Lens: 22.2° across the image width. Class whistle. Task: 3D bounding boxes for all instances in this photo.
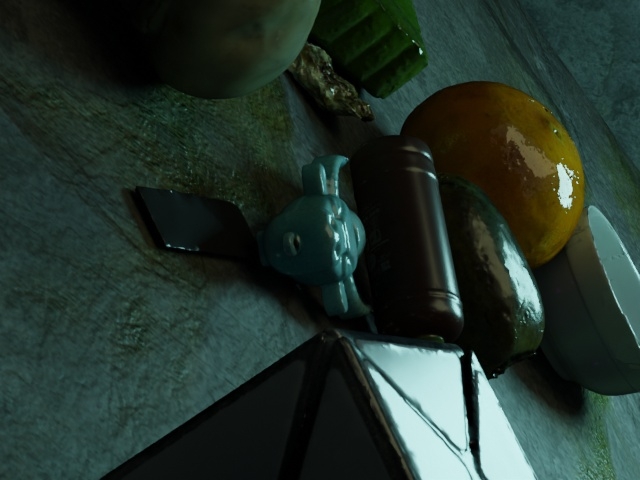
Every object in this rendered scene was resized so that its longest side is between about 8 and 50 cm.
[{"bbox_3d":[0.000,0.000,1.790,0.274,0.093,0.186,-10,91,-75],"label":"whistle"}]

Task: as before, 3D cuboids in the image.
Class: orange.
[{"bbox_3d":[0.237,-0.088,2.251,0.284,0.226,0.284,37,29,-25],"label":"orange"}]

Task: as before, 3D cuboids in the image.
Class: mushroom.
[{"bbox_3d":[-0.166,-0.315,1.742,0.336,0.314,0.314,10,41,-20],"label":"mushroom"}]

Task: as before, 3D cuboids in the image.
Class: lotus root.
[{"bbox_3d":[0.175,0.037,2.030,0.160,0.152,0.274,-7,63,-58],"label":"lotus root"}]

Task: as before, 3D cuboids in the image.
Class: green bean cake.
[{"bbox_3d":[0.041,-0.344,2.351,0.248,0.125,0.222,44,22,-32],"label":"green bean cake"}]

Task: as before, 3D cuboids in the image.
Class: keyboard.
[{"bbox_3d":[-0.122,-0.015,1.664,0.196,0.015,0.074,9,54,-62],"label":"keyboard"}]

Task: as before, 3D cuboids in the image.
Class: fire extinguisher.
[{"bbox_3d":[0.106,0.052,1.894,0.138,0.102,0.344,91,-8,-59],"label":"fire extinguisher"}]

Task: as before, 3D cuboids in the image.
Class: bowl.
[{"bbox_3d":[0.391,0.106,2.369,0.287,0.144,0.287,54,19,-29],"label":"bowl"}]

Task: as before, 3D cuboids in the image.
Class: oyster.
[{"bbox_3d":[0.009,-0.212,2.185,0.165,0.053,0.108,50,10,5],"label":"oyster"}]

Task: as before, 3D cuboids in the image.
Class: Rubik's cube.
[{"bbox_3d":[0.023,0.239,1.263,0.259,0.260,0.254,7,51,-59],"label":"Rubik's cube"}]
